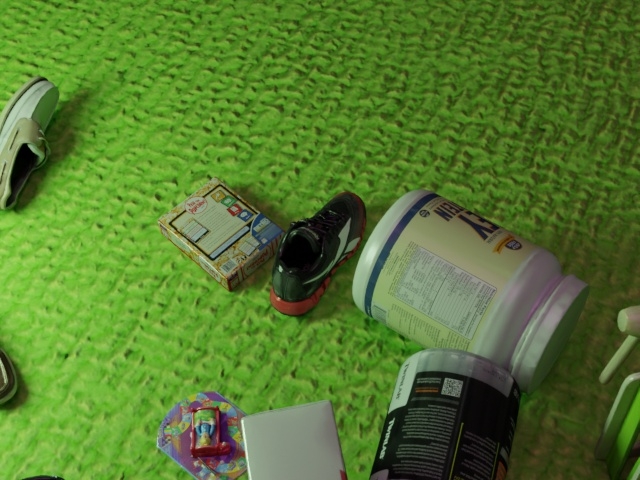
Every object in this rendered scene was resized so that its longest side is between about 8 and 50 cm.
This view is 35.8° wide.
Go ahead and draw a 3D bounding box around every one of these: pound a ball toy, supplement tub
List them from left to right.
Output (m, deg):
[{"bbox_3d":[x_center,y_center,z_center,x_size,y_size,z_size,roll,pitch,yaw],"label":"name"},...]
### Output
[{"bbox_3d":[0.175,0.334,1.450,0.193,0.194,0.316,12,54,12],"label":"supplement tub"},{"bbox_3d":[0.242,0.083,1.606,0.324,0.235,0.235,29,60,22],"label":"supplement tub"},{"bbox_3d":[0.485,0.255,1.414,0.135,0.319,0.208,-4,53,0],"label":"pound a ball toy"}]

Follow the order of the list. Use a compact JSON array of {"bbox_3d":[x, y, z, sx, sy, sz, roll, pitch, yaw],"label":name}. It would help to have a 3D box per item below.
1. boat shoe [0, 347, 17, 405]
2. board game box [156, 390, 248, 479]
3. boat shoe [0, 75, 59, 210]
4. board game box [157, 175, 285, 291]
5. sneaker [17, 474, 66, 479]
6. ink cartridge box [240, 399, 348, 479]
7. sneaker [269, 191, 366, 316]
[{"bbox_3d":[-0.606,0.174,1.669,0.095,0.095,0.257,-38,61,-23],"label":"boat shoe"},{"bbox_3d":[-0.179,0.308,1.587,0.168,0.033,0.133,34,62,24],"label":"board game box"},{"bbox_3d":[-0.579,-0.183,1.930,0.103,0.113,0.302,18,67,14],"label":"boat shoe"},{"bbox_3d":[-0.180,-0.016,1.818,0.146,0.045,0.193,-39,61,-23],"label":"board game box"},{"bbox_3d":[-0.467,0.413,1.470,0.216,0.121,0.079,-27,56,-16],"label":"sneaker"},{"bbox_3d":[-0.015,0.390,1.349,0.131,0.306,0.226,-11,54,-4],"label":"ink cartridge box"},{"bbox_3d":[0.000,0.000,1.743,0.097,0.135,0.276,23,57,21],"label":"sneaker"}]
